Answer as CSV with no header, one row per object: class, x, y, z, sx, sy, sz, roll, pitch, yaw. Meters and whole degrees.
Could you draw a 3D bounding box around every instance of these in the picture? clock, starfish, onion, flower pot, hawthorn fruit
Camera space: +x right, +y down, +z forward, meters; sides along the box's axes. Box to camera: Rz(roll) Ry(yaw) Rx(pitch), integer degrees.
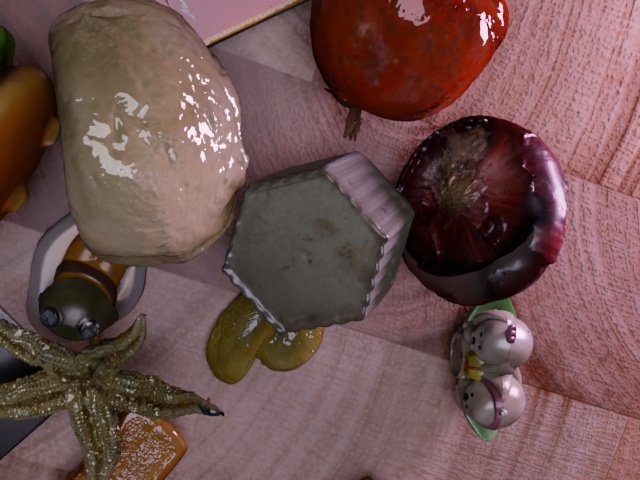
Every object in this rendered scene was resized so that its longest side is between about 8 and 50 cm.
clock,0.258,0.189,1.499,0.103,0.144,0.231,1,99,-7
starfish,-0.327,0.186,1.347,0.347,0.078,0.358,-34,110,28
onion,0.245,-0.036,1.443,0.195,0.272,0.272,11,99,-52
flower pot,0.000,0.000,1.375,0.209,0.189,0.239,20,107,11
hawthorn fruit,0.100,-0.271,1.361,0.276,0.276,0.307,28,110,-11

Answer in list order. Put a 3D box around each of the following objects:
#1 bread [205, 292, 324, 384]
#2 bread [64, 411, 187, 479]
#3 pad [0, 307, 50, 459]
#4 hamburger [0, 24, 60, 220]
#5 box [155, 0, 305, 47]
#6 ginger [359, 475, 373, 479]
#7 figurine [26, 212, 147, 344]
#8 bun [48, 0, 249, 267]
bread,-0.079,0.150,1.488,0.188,0.065,0.149,-46,107,-2
bread,-0.293,0.337,1.476,0.116,0.077,0.200,40,89,-10
pad,-0.530,0.246,1.465,0.300,0.005,0.202,-42,102,-1
hamburger,-0.497,-0.104,1.217,0.277,0.396,0.396,36,92,-8
box,-0.135,-0.365,1.401,0.239,0.074,0.153,-26,105,-5
ginger,0.135,0.470,1.542,0.263,0.109,0.116,37,119,-11
figurine,-0.326,0.045,1.396,0.166,0.141,0.250,24,94,-9
bun,-0.210,-0.136,1.274,0.227,0.349,0.353,-10,110,-4
